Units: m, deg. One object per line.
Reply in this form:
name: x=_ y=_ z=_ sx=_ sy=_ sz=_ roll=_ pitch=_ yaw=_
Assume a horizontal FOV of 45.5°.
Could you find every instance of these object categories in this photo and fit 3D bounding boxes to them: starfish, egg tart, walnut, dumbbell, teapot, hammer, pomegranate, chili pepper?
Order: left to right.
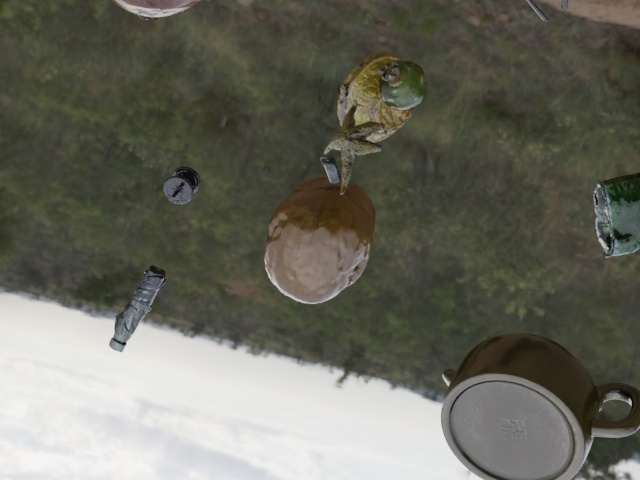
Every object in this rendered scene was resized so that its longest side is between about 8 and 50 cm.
dumbbell: x=-0.314 y=-0.126 z=1.734 sx=0.070 sy=0.069 sz=0.147 roll=15 pitch=-152 yaw=0
walnut: x=0.000 y=0.000 z=2.249 sx=0.308 sy=0.354 sz=0.397 roll=34 pitch=137 yaw=12
starfish: x=0.064 y=-0.206 z=1.643 sx=0.050 sy=0.216 sz=0.223 roll=6 pitch=174 yaw=-28
egg tart: x=0.153 y=-0.346 z=1.899 sx=0.241 sy=0.241 sz=0.106 roll=23 pitch=-167 yaw=-45
pomegranate: x=0.177 y=-0.353 z=1.702 sx=0.115 sy=0.114 sz=0.142 roll=10 pitch=175 yaw=31
hammer: x=0.593 y=-0.665 z=2.145 sx=0.178 sy=0.021 sz=0.065 roll=35 pitch=-157 yaw=-35
teapot: x=0.278 y=0.202 z=0.989 sx=0.268 sy=0.185 sz=0.175 roll=1 pitch=-153 yaw=28
chili pepper: x=0.613 y=-0.067 z=1.313 sx=0.271 sy=0.136 sz=0.099 roll=-13 pitch=179 yaw=2

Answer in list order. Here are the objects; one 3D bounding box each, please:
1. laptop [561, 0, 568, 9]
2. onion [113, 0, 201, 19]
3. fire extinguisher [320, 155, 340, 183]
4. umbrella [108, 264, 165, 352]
laptop: x=0.641 y=-0.707 z=1.995 sx=0.016 sy=0.197 sz=0.135 roll=2 pitch=132 yaw=18
onion: x=-0.250 y=-0.538 z=1.274 sx=0.354 sy=0.353 sz=0.353 roll=15 pitch=172 yaw=2
fire extinguisher: x=0.019 y=-0.150 z=1.554 sx=0.038 sy=0.025 sz=0.083 roll=19 pitch=156 yaw=22
umbrella: x=-0.363 y=0.134 z=1.508 sx=0.046 sy=0.188 sz=0.050 roll=18 pitch=-165 yaw=-46
